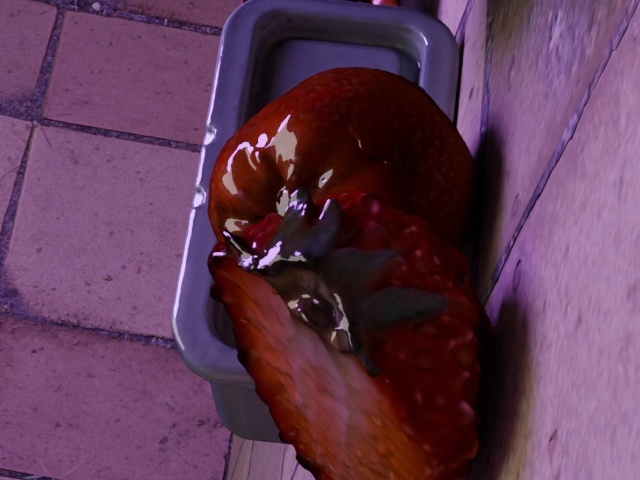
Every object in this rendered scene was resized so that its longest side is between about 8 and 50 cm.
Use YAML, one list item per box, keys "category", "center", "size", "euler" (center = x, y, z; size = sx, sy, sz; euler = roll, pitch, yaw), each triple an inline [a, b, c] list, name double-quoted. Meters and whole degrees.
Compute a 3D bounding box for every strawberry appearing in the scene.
- category: "strawberry"
  center: [0.036, 0.063, 0.942]
  size: [0.111, 0.190, 0.236]
  euler: [-39, -27, -21]

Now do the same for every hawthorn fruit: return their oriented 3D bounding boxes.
- category: "hawthorn fruit"
  center: [0.021, -0.022, 1.057]
  size: [0.179, 0.173, 0.173]
  euler: [47, -128, -73]

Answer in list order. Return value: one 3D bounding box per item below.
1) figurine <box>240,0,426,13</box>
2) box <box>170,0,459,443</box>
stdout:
- category: "figurine"
  center: [0.024, -0.185, 1.478]
  size: [0.226, 0.160, 0.183]
  euler: [138, 142, -69]
- category: "box"
  center: [0.000, 0.000, 1.245]
  size: [0.182, 0.175, 0.312]
  euler: [91, -174, -60]
